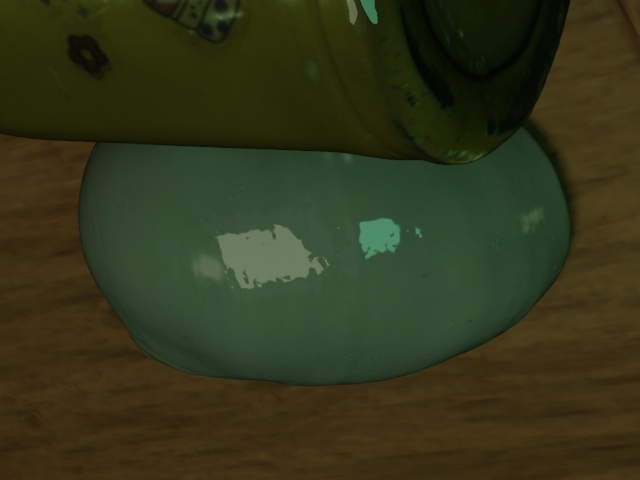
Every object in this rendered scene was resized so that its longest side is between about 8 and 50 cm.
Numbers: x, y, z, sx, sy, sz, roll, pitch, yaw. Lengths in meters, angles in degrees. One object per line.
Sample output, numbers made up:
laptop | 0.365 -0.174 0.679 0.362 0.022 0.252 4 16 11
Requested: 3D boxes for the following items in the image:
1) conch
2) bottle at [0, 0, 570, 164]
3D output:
conch | -0.002 0.005 0.819 0.221 0.121 0.185 0 160 25
bottle | -0.095 -0.121 0.694 0.351 0.171 0.172 4 132 28
